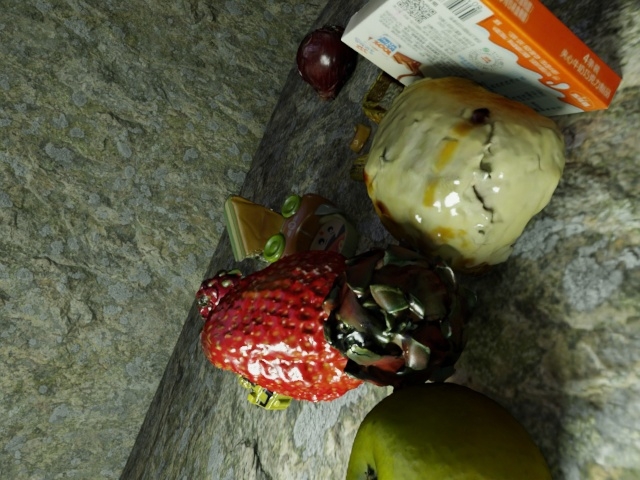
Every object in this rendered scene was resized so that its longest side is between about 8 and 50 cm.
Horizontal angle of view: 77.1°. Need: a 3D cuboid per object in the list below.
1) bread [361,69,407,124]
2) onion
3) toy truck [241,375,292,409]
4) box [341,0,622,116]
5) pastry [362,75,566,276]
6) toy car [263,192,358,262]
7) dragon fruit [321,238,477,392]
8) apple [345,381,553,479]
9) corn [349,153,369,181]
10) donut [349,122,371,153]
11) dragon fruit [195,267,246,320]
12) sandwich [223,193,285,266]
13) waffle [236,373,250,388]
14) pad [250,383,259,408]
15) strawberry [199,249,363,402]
[{"bbox_3d":[0.187,-0.333,0.895,0.181,0.096,0.222,-58,24,18],"label":"bread"},{"bbox_3d":[0.030,-0.701,1.536,0.221,0.281,0.281,7,66,23],"label":"onion"},{"bbox_3d":[-0.057,0.210,0.839,0.111,0.136,0.286,22,84,35],"label":"toy truck"},{"bbox_3d":[0.191,-0.247,0.540,0.048,0.273,0.265,-65,22,1],"label":"box"},{"bbox_3d":[0.145,-0.081,0.528,0.256,0.170,0.237,52,135,41],"label":"pastry"},{"bbox_3d":[0.000,0.000,0.959,0.235,0.145,0.235,-25,50,34],"label":"toy car"},{"bbox_3d":[0.090,0.088,0.479,0.189,0.182,0.182,70,-152,-56],"label":"dragon fruit"},{"bbox_3d":[0.109,0.231,0.369,0.196,0.157,0.196,-162,90,-76],"label":"apple"},{"bbox_3d":[0.124,-0.165,0.901,0.072,0.072,0.203,-66,20,-3],"label":"corn"},{"bbox_3d":[0.106,-0.290,1.125,0.083,0.038,0.067,-58,25,13],"label":"donut"},{"bbox_3d":[-0.354,0.200,1.468,0.273,0.198,0.218,-170,95,-70],"label":"dragon fruit"},{"bbox_3d":[-0.265,-0.024,1.454,0.155,0.227,0.198,-28,42,59],"label":"sandwich"},{"bbox_3d":[-0.146,0.247,1.103,0.307,0.060,0.312,-34,37,58],"label":"waffle"},{"bbox_3d":[-0.136,0.257,0.980,0.163,0.004,0.243,-44,48,20],"label":"pad"},{"bbox_3d":[-0.040,0.143,0.645,0.238,0.288,0.250,-143,58,-59],"label":"strawberry"}]
